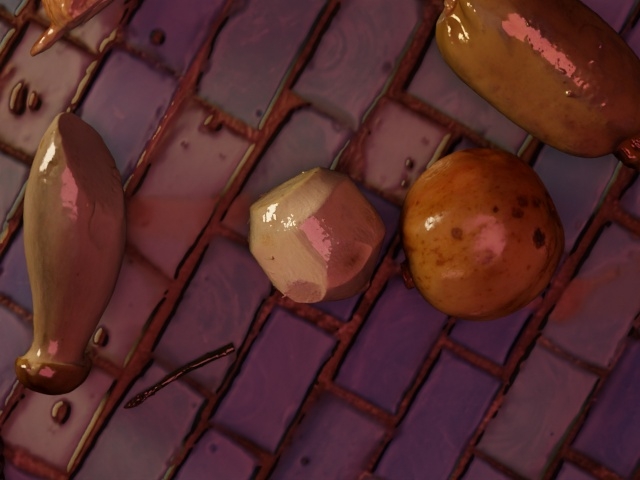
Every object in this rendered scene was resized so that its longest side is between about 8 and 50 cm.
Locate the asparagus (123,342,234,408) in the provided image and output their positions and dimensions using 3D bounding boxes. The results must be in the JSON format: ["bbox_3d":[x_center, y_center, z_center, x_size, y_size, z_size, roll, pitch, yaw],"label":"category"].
[{"bbox_3d":[-0.182,0.174,1.938,0.163,0.016,0.016,-30,117,0],"label":"asparagus"}]

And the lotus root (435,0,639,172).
[{"bbox_3d":[0.291,-0.204,1.841,0.343,0.151,0.169,36,134,-6],"label":"lotus root"}]

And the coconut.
[{"bbox_3d":[-0.002,0.001,1.857,0.161,0.161,0.162,-31,101,1],"label":"coconut"}]

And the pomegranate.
[{"bbox_3d":[0.186,-0.006,1.844,0.215,0.215,0.215,0,98,-3],"label":"pomegranate"}]

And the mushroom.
[{"bbox_3d":[-0.308,0.019,1.854,0.128,0.128,0.350,9,100,-4],"label":"mushroom"}]

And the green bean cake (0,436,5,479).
[{"bbox_3d":[-0.469,0.309,1.921,0.135,0.056,0.135,0,98,-2],"label":"green bean cake"}]

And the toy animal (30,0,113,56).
[{"bbox_3d":[-0.330,-0.342,1.820,0.184,0.104,0.185,-37,103,9],"label":"toy animal"}]
